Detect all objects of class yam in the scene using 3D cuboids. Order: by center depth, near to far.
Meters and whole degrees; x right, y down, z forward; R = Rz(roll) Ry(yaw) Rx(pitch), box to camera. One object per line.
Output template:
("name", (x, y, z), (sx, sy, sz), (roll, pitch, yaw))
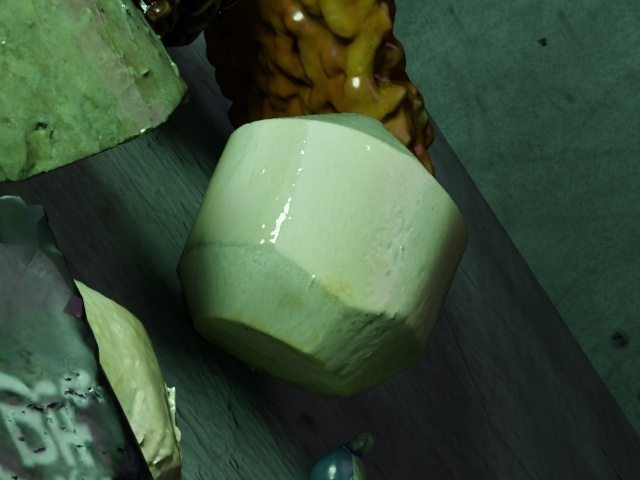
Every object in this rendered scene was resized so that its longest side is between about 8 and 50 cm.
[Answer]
("yam", (-0.219, -0.163, 0.912), (0.268, 0.161, 0.161), (57, 15, -14))

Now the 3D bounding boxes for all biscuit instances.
("biscuit", (-0.005, -0.153, 1.338), (0.318, 0.111, 0.312), (15, -55, 58))

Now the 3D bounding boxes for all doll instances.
("doll", (0.021, 0.207, 1.200), (0.083, 0.051, 0.076), (-14, 92, -76))

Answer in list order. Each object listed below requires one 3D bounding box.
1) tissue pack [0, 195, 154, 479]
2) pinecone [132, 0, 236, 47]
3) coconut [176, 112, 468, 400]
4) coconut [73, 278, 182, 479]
("tissue pack", (-0.182, 0.126, 0.371), (0.332, 0.123, 0.245), (-12, 74, -46))
("pinecone", (-0.164, -0.260, 1.192), (0.221, 0.221, 0.221), (53, 16, -23))
("coconut", (0.004, 0.002, 1.154), (0.241, 0.241, 0.241), (53, 16, -23))
("coconut", (-0.150, 0.093, 0.612), (0.194, 0.194, 0.194), (53, 16, -23))
